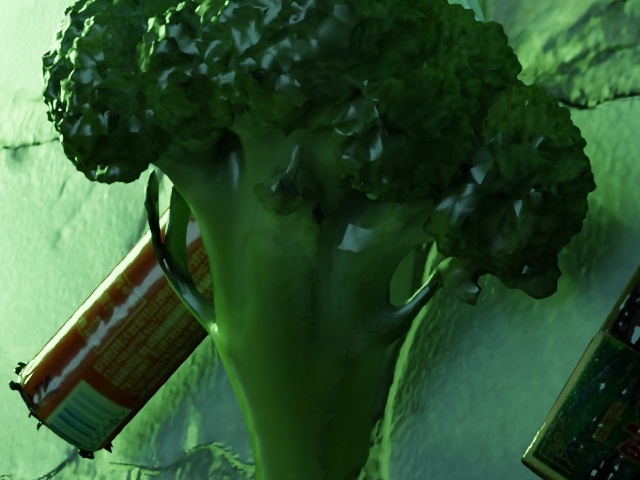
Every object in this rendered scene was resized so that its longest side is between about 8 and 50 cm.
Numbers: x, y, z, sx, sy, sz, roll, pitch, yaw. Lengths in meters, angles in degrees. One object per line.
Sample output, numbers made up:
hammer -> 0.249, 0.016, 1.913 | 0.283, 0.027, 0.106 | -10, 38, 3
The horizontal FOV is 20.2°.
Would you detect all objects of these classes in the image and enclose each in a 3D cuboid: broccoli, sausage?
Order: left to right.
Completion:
sausage -> -0.072, 0.014, 1.073 | 0.264, 0.083, 0.083 | -47, 43, 11
broccoli -> 0.016, -0.031, 0.946 | 0.254, 0.302, 0.186 | -23, 22, 20

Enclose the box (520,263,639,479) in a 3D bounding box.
box -> 0.214, 0.039, 0.778 | 0.159, 0.071, 0.240 | 31, 89, 45

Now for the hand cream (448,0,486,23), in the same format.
hand cream -> 0.035, -0.227, 1.122 | 0.109, 0.067, 0.321 | -26, 56, 31
